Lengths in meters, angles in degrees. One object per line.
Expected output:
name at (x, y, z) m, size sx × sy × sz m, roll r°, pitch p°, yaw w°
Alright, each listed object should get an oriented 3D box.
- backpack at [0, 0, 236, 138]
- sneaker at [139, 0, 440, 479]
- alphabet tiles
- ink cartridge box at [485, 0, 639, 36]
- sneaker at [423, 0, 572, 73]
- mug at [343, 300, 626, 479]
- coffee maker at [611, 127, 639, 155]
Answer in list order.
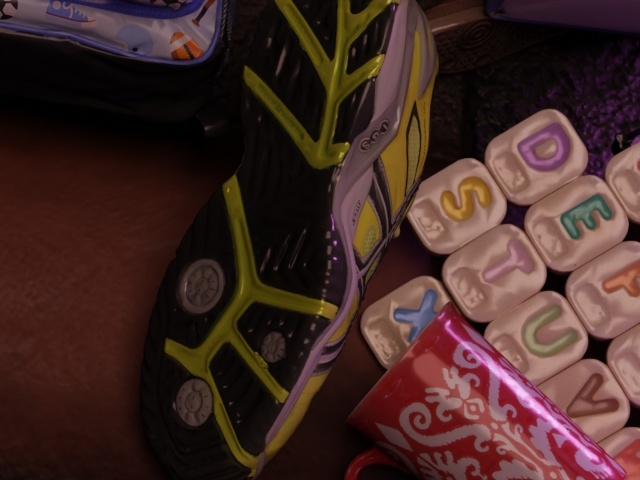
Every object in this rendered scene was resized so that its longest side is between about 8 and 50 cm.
backpack at (-0.166, -0.238, 1.341) m, size 0.277 × 0.213 × 0.263 m, roll 13°, pitch 60°, yaw -10°
sneaker at (0.000, 0.000, 1.331) m, size 0.145 × 0.147 × 0.384 m, roll 18°, pitch 83°, yaw 35°
alphabet tiles at (0.184, 0.054, 1.382) m, size 0.278 × 0.021 × 0.284 m, roll -30°, pitch 81°, yaw -3°
ink cartridge box at (0.267, -0.359, 1.453) m, size 0.270 × 0.151 × 0.395 m, roll 6°, pitch 74°, yaw -15°
sneaker at (0.133, -0.184, 1.487) m, size 0.188 × 0.066 × 0.071 m, roll -17°, pitch 60°, yaw -26°
mug at (0.108, 0.148, 1.327) m, size 0.169 × 0.150 × 0.113 m, roll 40°, pitch 43°, yaw 5°
coffee maker at (0.330, -0.015, 1.460) m, size 0.171 × 0.120 × 0.178 m, roll -19°, pitch 76°, yaw 3°
